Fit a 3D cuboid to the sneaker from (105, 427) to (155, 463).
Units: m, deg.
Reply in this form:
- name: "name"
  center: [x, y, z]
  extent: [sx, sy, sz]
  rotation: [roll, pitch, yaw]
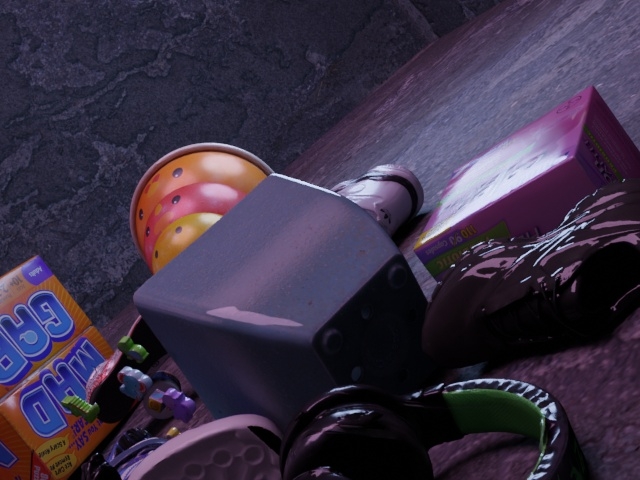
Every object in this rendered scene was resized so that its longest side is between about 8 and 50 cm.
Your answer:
- name: "sneaker"
  center: [-0.297, 0.351, 1.434]
  extent: [0.087, 0.083, 0.221]
  rotation: [-44, 2, 30]

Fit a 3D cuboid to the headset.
- name: "headset"
  center: [0.003, 0.195, 0.781]
  extent: [0.394, 0.185, 0.243]
  rotation: [-22, 15, 21]

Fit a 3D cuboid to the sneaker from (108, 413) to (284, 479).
- name: "sneaker"
  center: [-0.164, 0.268, 1.179]
  extent: [0.323, 0.130, 0.236]
  rotation: [-41, 13, 14]

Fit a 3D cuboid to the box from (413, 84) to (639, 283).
- name: "box"
  center: [0.249, -0.045, 1.160]
  extent: [0.213, 0.117, 0.243]
  rotation: [-32, 13, 31]

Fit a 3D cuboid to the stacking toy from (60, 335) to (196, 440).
- name: "stacking toy"
  center: [-0.247, 0.229, 1.488]
  extent: [0.167, 0.221, 0.052]
  rotation: [-52, -21, -53]

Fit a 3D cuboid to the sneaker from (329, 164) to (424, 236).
- name: "sneaker"
  center: [0.000, 0.000, 1.748]
  extent: [0.366, 0.137, 0.210]
  rotation: [-27, 12, 35]

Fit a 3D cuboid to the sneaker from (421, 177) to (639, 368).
- name: "sneaker"
  center: [0.212, 0.048, 0.943]
  extent: [0.286, 0.109, 0.130]
  rotation: [-36, 17, 25]

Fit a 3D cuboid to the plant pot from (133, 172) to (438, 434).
- name: "plant pot"
  center: [-0.004, 0.095, 1.121]
  extent: [0.247, 0.248, 0.252]
  rotation: [-44, 30, -26]

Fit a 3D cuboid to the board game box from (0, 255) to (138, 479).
- name: "board game box"
  center: [-0.632, 0.311, 1.887]
  extent: [0.356, 0.356, 0.356]
  rotation: [-35, 6, 23]

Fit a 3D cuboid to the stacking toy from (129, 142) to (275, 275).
- name: "stacking toy"
  center: [-0.222, 0.028, 1.975]
  extent: [0.351, 0.350, 0.480]
  rotation: [-37, 20, 10]

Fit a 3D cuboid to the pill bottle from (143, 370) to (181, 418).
- name: "pill bottle"
  center: [-0.278, 0.267, 1.746]
  extent: [0.067, 0.067, 0.120]
  rotation: [-39, 11, -4]

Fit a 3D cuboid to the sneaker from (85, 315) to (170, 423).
- name: "sneaker"
  center: [-0.312, 0.190, 1.722]
  extent: [0.270, 0.090, 0.145]
  rotation: [-55, 15, -13]
